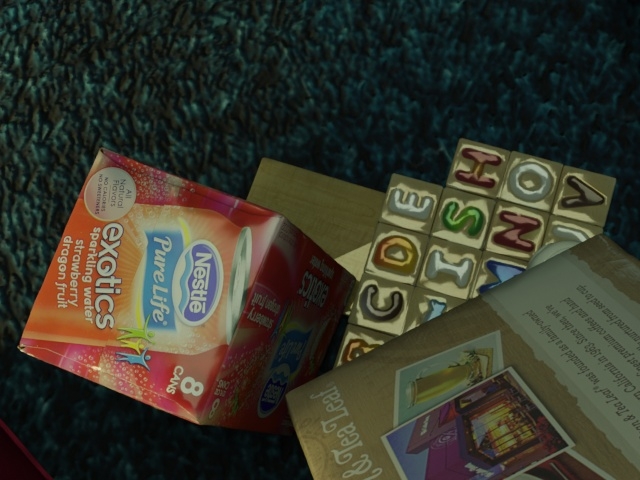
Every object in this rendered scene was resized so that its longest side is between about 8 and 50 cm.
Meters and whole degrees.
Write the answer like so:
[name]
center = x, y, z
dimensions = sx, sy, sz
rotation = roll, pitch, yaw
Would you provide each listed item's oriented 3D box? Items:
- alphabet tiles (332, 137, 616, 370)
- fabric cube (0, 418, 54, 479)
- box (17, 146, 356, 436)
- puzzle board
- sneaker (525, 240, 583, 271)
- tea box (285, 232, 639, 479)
[alphabet tiles]
center = 0.124, 0.049, 0.982
dimensions = 0.198, 0.009, 0.237
rotation = 15, 76, 9
[fabric cube]
center = -0.294, 0.225, 0.861
dimensions = 0.259, 0.258, 0.254
rotation = -44, 73, -7
[box]
center = -0.072, 0.044, 0.881
dimensions = 0.123, 0.257, 0.128
rotation = 21, 84, 13
[puzzle board]
center = 0.000, 0.000, 1.021
dimensions = 0.128, 0.011, 0.096
rotation = 17, 76, 14
[sneaker]
center = 0.229, 0.079, 0.900
dimensions = 0.090, 0.115, 0.232
rotation = -43, 76, -9
[tea box]
center = 0.162, 0.217, 0.699
dimensions = 0.220, 0.329, 0.323
rotation = -28, 109, -1
